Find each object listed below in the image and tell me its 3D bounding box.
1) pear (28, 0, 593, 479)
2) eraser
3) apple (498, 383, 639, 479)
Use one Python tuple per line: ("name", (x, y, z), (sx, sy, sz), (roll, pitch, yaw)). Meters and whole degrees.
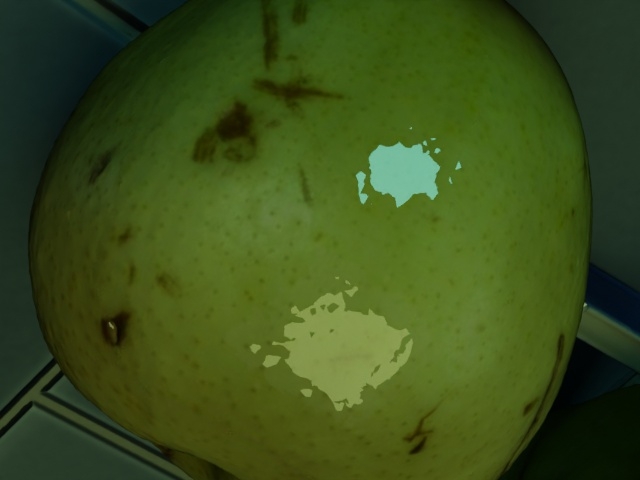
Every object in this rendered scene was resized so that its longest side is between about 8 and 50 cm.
("pear", (0.000, 0.000, 0.951), (0.309, 0.309, 0.309), (-6, 128, -7))
("eraser", (0.180, 0.044, 1.161), (0.085, 0.063, 0.027), (29, 119, -28))
("apple", (0.248, 0.312, 1.156), (0.474, 0.473, 0.473), (-6, 128, -7))
